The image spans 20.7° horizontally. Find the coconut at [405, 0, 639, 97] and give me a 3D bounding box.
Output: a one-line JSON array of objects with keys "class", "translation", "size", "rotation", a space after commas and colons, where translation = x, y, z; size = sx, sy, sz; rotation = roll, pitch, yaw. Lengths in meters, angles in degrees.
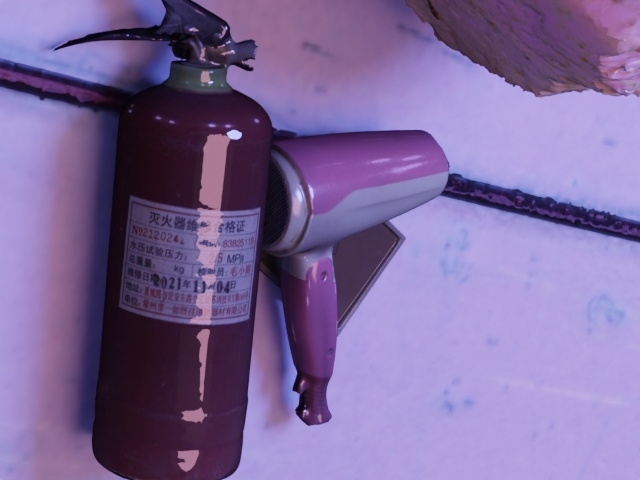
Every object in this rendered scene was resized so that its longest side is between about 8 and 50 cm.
[{"class": "coconut", "translation": [0.146, -0.196, 0.787], "size": [0.245, 0.233, 0.233], "rotation": [-44, 127, -12]}]

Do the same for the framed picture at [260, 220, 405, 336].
[{"class": "framed picture", "translation": [0.000, 0.000, 0.885], "size": [0.089, 0.006, 0.066], "rotation": [42, 78, -38]}]

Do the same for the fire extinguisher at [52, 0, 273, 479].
[{"class": "fire extinguisher", "translation": [-0.074, -0.008, 0.791], "size": [0.099, 0.071, 0.231], "rotation": [2, 104, -10]}]

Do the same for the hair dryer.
[{"class": "hair dryer", "translation": [0.003, 0.020, 0.867], "size": [0.106, 0.054, 0.154], "rotation": [-9, 120, -40]}]
